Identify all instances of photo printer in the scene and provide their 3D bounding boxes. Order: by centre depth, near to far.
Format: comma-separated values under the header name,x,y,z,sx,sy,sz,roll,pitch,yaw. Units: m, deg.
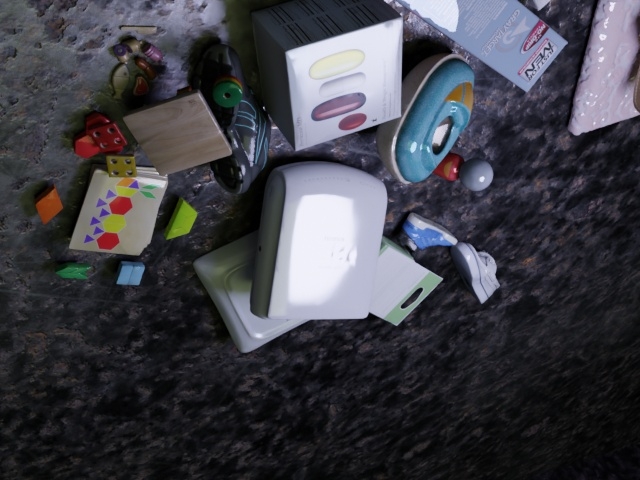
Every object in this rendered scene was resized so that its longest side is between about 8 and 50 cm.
name,x,y,z,sx,sy,sz,roll,pitch,yaw
photo printer,0.000,0.000,1.490,0.256,0.107,0.307,4,101,-31

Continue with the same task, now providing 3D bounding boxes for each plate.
name,x,y,z,sx,sy,sz,roll,pitch,yaw
plate,-0.089,0.094,1.596,0.277,0.045,0.278,-27,126,-7

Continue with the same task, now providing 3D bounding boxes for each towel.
name,x,y,z,sx,sy,sz,roll,pitch,yaw
towel,0.699,-0.405,1.640,0.317,0.053,0.332,-17,134,-16

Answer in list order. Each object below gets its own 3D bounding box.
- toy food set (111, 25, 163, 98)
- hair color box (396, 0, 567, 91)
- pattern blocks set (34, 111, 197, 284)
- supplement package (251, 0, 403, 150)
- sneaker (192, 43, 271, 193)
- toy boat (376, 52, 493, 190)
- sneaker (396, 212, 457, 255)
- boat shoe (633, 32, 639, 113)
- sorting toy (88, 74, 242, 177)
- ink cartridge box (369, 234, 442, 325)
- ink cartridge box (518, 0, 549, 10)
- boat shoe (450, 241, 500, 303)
name,x,y,z,sx,sy,sz,roll,pitch,yaw
toy food set,-0.287,-0.275,1.195,0.078,0.019,0.122,-7,132,-25
hair color box,0.226,-0.401,1.262,0.374,0.185,0.113,19,117,-40
pattern blocks set,-0.356,-0.057,1.346,0.285,0.026,0.325,16,117,-39
supplement package,0.014,-0.290,1.265,0.203,0.149,0.194,-20,136,-15
sneaker,-0.146,-0.214,1.302,0.106,0.101,0.267,-39,140,-39
toy boat,0.238,-0.200,1.451,0.267,0.148,0.318,-60,149,-11
sneaker,0.238,-0.001,1.728,0.152,0.058,0.084,21,110,-37
boat shoe,0.686,-0.407,1.516,0.110,0.121,0.341,-4,118,-23
sorting toy,-0.238,-0.180,1.239,0.274,0.046,0.132,-16,134,11
ink cartridge box,0.154,0.094,1.769,0.171,0.056,0.235,-47,136,15
ink cartridge box,0.387,-0.490,1.345,0.143,0.092,0.090,-42,136,9
boat shoe,0.386,0.063,1.865,0.084,0.095,0.258,-37,148,-2
